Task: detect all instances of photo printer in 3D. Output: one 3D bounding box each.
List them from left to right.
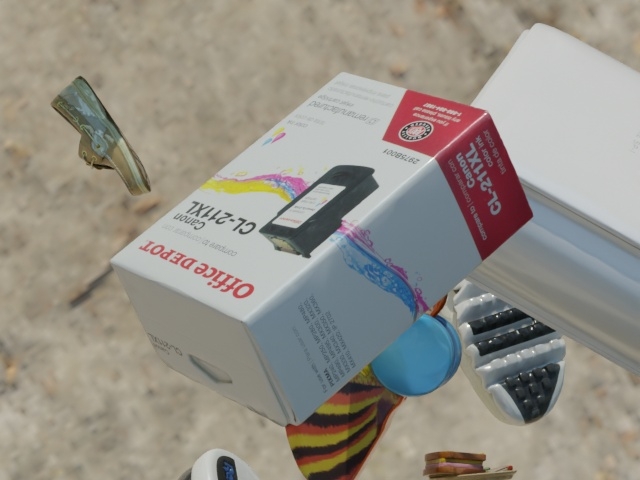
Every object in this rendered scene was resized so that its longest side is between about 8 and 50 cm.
[{"bbox_3d":[0.232,-0.009,1.378,0.307,0.107,0.256,30,33,6],"label":"photo printer"}]

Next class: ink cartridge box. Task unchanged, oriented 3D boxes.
[{"bbox_3d":[0.000,0.000,1.026,0.175,0.127,0.072,-40,125,-23],"label":"ink cartridge box"}]

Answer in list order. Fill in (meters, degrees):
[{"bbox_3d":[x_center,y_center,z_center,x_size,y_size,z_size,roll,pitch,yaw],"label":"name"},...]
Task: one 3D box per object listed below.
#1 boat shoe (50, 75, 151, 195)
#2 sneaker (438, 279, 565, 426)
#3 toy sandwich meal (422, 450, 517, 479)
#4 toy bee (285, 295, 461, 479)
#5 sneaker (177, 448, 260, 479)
[{"bbox_3d":[-0.201,-0.088,1.826,0.135,0.045,0.050,55,-2,26],"label":"boat shoe"},{"bbox_3d":[0.146,0.057,1.942,0.110,0.118,0.292,-9,62,-25],"label":"sneaker"},{"bbox_3d":[0.128,0.196,1.732,0.085,0.085,0.029,3,79,-51],"label":"toy sandwich meal"},{"bbox_3d":[0.056,0.060,1.699,0.162,0.195,0.298,42,74,8],"label":"toy bee"},{"bbox_3d":[-0.088,0.239,1.255,0.079,0.121,0.217,38,25,-20],"label":"sneaker"}]
